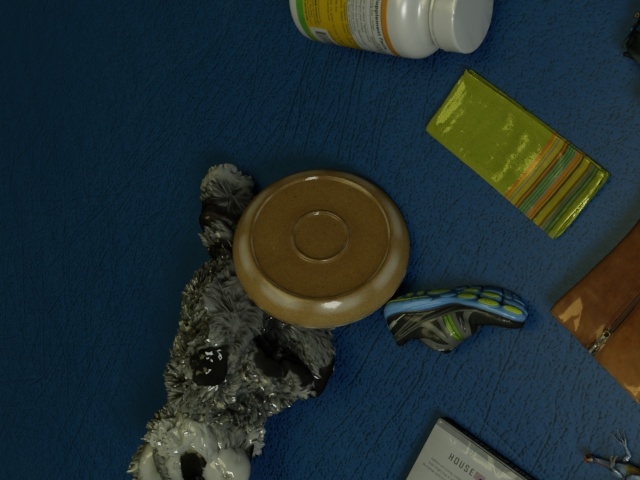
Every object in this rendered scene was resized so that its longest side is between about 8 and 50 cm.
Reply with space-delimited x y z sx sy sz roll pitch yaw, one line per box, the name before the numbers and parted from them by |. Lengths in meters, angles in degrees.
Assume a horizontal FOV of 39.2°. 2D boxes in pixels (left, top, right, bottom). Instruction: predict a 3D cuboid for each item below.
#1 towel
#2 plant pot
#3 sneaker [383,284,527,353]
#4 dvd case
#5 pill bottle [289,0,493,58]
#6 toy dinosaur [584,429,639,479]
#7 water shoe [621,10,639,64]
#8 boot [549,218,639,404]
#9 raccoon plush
towel | 0.237 -0.112 1.118 0.237 0.021 0.102 45 108 30
plant pot | 0.000 0.000 1.176 0.236 0.032 0.236 -1 63 3
sneaker | 0.170 0.101 1.121 0.188 0.067 0.078 -7 101 31
dvd case | 0.165 0.366 1.103 0.179 0.029 0.239 33 102 32
pill bottle | 0.092 -0.312 1.170 0.245 0.136 0.136 19 95 34
toy dinosaur | 0.335 0.260 0.998 0.082 0.047 0.090 -15 86 50
water shoe | 0.374 -0.237 1.010 0.080 0.073 0.203 -18 74 34
boot | 0.410 0.061 0.936 0.264 0.096 0.280 44 109 29
raccoon plush | -0.141 0.149 1.294 0.299 0.216 0.446 -49 30 35
